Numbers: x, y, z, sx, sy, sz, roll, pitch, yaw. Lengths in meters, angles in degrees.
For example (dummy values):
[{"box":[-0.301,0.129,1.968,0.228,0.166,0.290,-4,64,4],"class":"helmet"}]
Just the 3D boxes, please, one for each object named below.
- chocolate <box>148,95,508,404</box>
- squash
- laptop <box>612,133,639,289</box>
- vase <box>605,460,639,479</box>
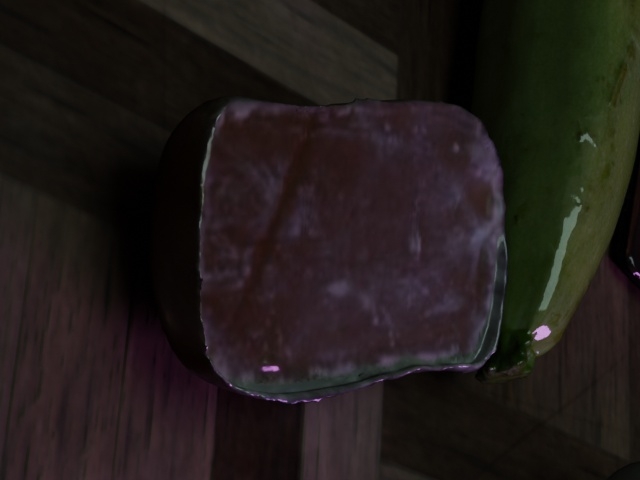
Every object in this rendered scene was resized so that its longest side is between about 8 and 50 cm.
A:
[{"box":[-0.001,0.002,0.949,0.254,0.080,0.157,-3,94,-49],"class":"chocolate"},{"box":[0.152,-0.068,1.128,0.118,0.118,0.371,35,53,-38],"class":"squash"},{"box":[0.292,0.012,1.339,0.207,0.026,0.154,39,52,-34],"class":"laptop"},{"box":[0.191,0.260,1.054,0.128,0.128,0.248,44,57,-31],"class":"vase"}]
